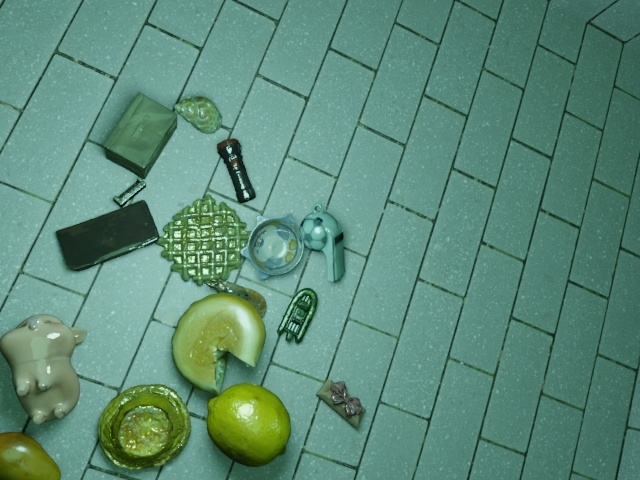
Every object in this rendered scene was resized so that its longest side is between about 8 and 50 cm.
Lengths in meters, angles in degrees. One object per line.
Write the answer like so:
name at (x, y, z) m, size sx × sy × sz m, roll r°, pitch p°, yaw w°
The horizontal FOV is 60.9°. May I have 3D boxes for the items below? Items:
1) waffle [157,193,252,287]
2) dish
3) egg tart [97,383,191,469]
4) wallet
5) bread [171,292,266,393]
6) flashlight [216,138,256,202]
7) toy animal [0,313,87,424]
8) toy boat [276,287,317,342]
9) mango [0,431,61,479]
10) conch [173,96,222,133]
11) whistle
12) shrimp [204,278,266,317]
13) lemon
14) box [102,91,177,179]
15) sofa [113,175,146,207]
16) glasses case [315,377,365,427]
waffle at (-0.402, 0.003, 1.931) m, size 0.292 × 0.056 × 0.309 m, roll 46°, pitch 71°, yaw -4°
dish at (-0.176, 0.012, 1.972) m, size 0.236 × 0.086 × 0.228 m, roll -43°, pitch 100°, yaw -10°
egg tart at (-0.566, 0.603, 1.752) m, size 0.294 × 0.123 × 0.294 m, roll 2°, pitch 80°, yaw -14°
wallet at (-0.712, -0.016, 1.838) m, size 0.309 × 0.042 × 0.165 m, roll -23°, pitch 80°, yaw -16°
bread at (-0.338, 0.331, 1.822) m, size 0.333 × 0.160 × 0.333 m, roll -1°, pitch 82°, yaw 9°
flashlight at (-0.304, -0.252, 1.986) m, size 0.093 × 0.093 × 0.232 m, roll -19°, pitch 87°, yaw -18°
toy animal at (-0.841, 0.385, 1.666) m, size 0.237 × 0.269 × 0.326 m, roll -10°, pitch 116°, yaw -17°
toy boat at (-0.079, 0.270, 1.983) m, size 0.104 × 0.052 × 0.210 m, roll 29°, pitch 75°, yaw -7°
mango at (-0.905, 0.666, 1.647) m, size 0.253 × 0.113 × 0.138 m, roll 31°, pitch 76°, yaw -11°
conch at (-0.433, -0.463, 1.977) m, size 0.116 × 0.106 × 0.173 m, roll -47°, pitch 110°, yaw 1°
whistle at (0.000, 0.000, 2.013) m, size 0.163 × 0.163 × 0.290 m, roll -10°, pitch 110°, yaw -17°
shrimp at (-0.306, 0.218, 1.911) m, size 0.251 × 0.052 × 0.143 m, roll 30°, pitch 86°, yaw -18°
lemon at (-0.235, 0.598, 1.783) m, size 0.284 × 0.260 × 0.260 m, roll 29°, pitch 72°, yaw 20°
box at (-0.616, -0.360, 1.877) m, size 0.149 × 0.155 × 0.231 m, roll 29°, pitch 73°, yaw -10°
sofa at (-0.659, -0.167, 1.882) m, size 0.039 × 0.060 × 0.118 m, roll 47°, pitch 72°, yaw -9°
glasses case at (0.090, 0.580, 1.972) m, size 0.193 × 0.070 × 0.102 m, roll 42°, pitch 71°, yaw -6°
